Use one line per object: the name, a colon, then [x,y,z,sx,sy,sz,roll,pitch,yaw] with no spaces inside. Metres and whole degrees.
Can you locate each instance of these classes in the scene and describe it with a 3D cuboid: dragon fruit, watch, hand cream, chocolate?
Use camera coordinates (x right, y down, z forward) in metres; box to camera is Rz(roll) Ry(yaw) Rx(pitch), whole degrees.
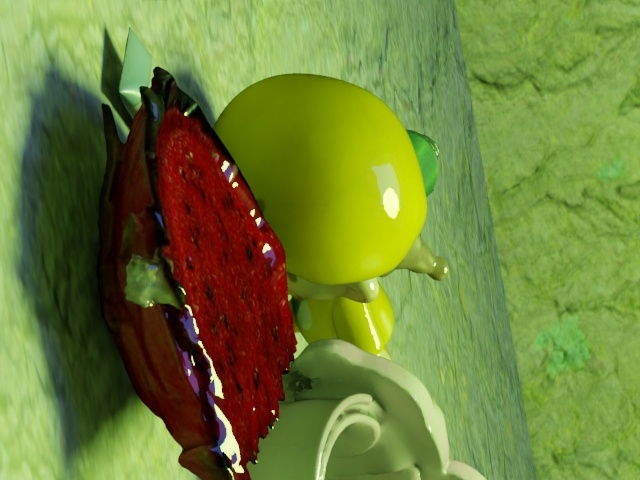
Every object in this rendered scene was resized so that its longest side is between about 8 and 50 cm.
dragon fruit: [-0.102,0.015,1.294,0.343,0.100,0.282,-58,135,-76]
watch: [0.010,0.231,1.518,0.248,0.211,0.217,64,37,-30]
hand cream: [-0.121,-0.092,1.424,0.170,0.043,0.065,61,26,-51]
chocolate: [0.073,-0.055,2.162,0.291,0.110,0.110,-53,132,-70]

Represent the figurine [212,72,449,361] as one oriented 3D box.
figurine: [0.000,0.000,1.614,0.187,0.215,0.343,-41,150,-22]
